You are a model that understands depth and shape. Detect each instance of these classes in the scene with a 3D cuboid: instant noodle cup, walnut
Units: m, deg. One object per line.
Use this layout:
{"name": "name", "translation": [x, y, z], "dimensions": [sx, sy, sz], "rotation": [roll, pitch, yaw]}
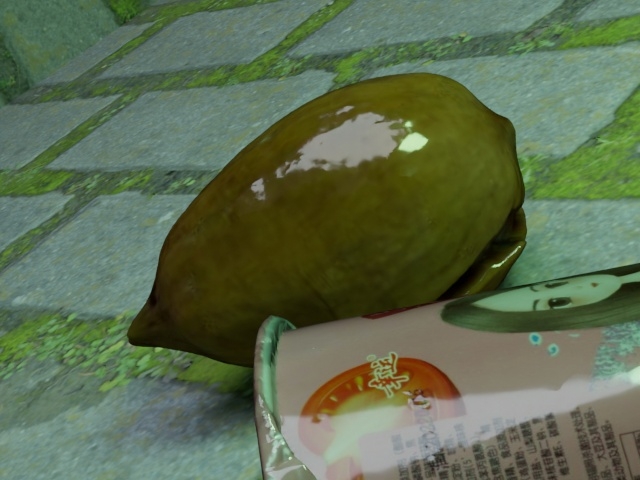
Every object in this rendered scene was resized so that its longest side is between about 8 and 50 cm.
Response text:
{"name": "instant noodle cup", "translation": [0.111, 0.120, 0.630], "dimensions": [0.231, 0.243, 0.243], "rotation": [-17, 24, 7]}
{"name": "walnut", "translation": [0.000, 0.000, 1.026], "dimensions": [0.336, 0.209, 0.209], "rotation": [-26, 23, 4]}
